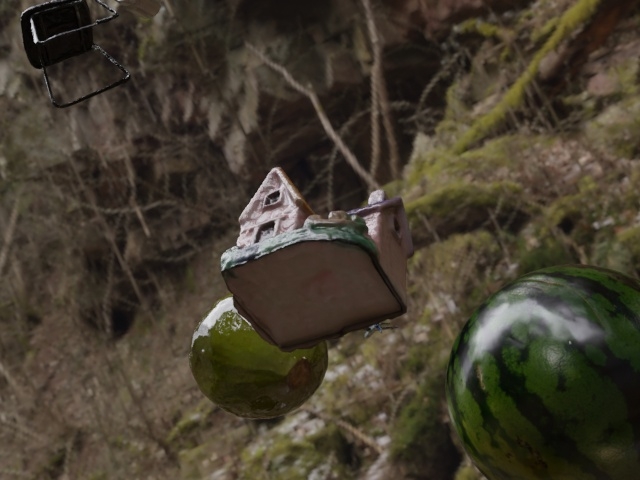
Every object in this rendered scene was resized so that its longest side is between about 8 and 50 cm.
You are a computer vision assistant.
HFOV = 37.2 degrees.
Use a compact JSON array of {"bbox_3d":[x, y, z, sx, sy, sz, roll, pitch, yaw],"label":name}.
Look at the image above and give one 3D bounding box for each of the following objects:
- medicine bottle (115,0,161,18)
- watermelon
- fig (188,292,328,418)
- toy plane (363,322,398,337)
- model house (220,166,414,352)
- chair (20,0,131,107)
[{"bbox_3d":[-0.307,-0.404,1.578,0.052,0.052,0.089,-27,-12,17],"label":"medicine bottle"},{"bbox_3d":[0.284,0.165,1.059,0.285,0.285,0.285,-24,-8,-4],"label":"watermelon"},{"bbox_3d":[-0.135,0.276,2.260,0.343,0.343,0.343,-24,-8,-4],"label":"fig"},{"bbox_3d":[0.086,0.143,1.540,0.078,0.024,0.084,2,-12,-15],"label":"toy plane"},{"bbox_3d":[0.000,0.000,1.430,0.237,0.202,0.237,-22,36,25],"label":"model house"},{"bbox_3d":[-0.442,-0.359,1.629,0.145,0.221,0.140,-25,-38,-22],"label":"chair"}]
